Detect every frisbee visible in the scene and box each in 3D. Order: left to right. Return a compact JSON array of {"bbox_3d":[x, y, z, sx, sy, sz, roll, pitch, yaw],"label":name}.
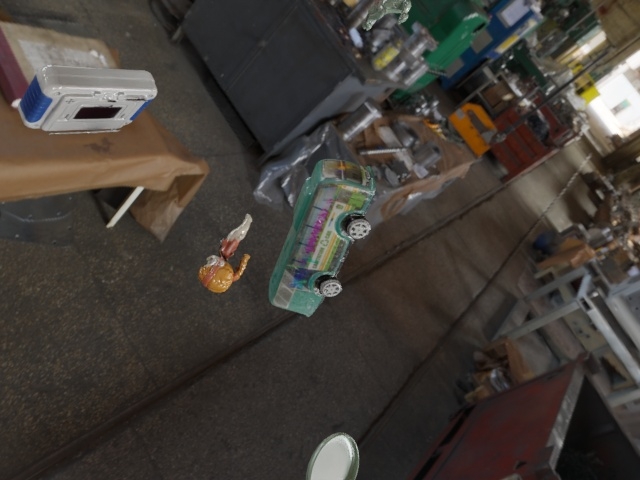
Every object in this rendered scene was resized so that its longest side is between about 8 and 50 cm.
[{"bbox_3d":[0.019,0.349,0.773,0.110,0.014,0.110,-2,92,-44],"label":"frisbee"}]

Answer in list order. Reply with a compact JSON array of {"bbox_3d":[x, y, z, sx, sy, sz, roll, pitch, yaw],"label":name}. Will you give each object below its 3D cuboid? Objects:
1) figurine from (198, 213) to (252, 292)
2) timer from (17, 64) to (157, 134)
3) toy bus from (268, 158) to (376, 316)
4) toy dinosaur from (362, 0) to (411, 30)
[{"bbox_3d":[-0.109,0.015,0.628,0.047,0.064,0.109,28,58,-5],"label":"figurine"},{"bbox_3d":[-0.498,-0.301,1.101,0.253,0.178,0.078,-17,84,-48],"label":"timer"},{"bbox_3d":[0.000,0.000,0.783,0.109,0.262,0.091,15,31,-13],"label":"toy bus"},{"bbox_3d":[0.150,-0.443,0.805,0.053,0.242,0.167,19,23,-22],"label":"toy dinosaur"}]
